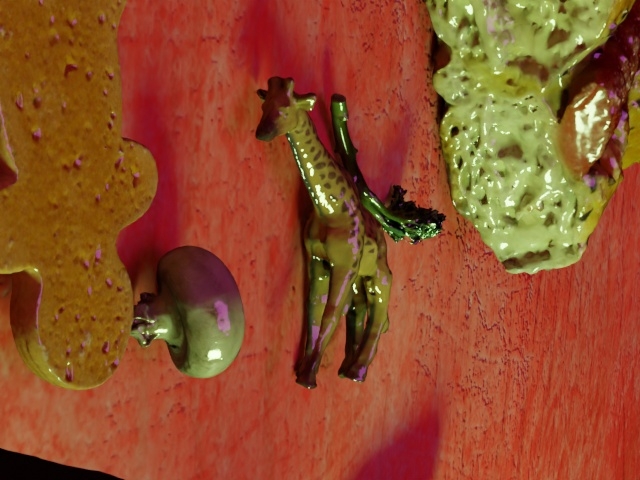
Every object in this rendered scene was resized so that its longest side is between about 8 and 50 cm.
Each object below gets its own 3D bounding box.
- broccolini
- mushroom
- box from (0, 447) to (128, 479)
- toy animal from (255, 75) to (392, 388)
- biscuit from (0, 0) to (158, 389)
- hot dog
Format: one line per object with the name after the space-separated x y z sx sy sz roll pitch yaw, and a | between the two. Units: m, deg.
0.044 -0.047 1.150 0.052 0.054 0.194 -55 144 -10 | broccolini
-0.090 0.048 0.900 0.079 0.085 0.085 -15 115 -23 | mushroom
-0.210 0.180 0.474 0.290 0.289 0.073 -55 138 -36 | box
0.005 -0.004 1.070 0.149 0.054 0.275 -39 132 -48 | toy animal
-0.151 -0.036 0.793 0.165 0.036 0.250 -30 119 -55 | biscuit
0.256 -0.215 1.351 0.365 0.196 0.367 -52 142 -49 | hot dog
